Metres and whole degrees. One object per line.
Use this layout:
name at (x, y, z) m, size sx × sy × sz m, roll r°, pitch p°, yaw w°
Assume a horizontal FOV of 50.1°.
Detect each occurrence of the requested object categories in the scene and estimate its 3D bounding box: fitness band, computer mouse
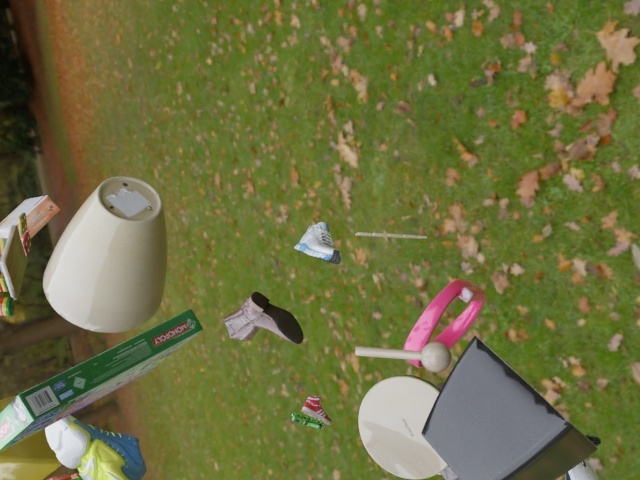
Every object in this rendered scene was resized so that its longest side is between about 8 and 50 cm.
fitness band at (0.276, 0.183, 1.498) m, size 0.054 × 0.291 × 0.209 m, roll 37°, pitch 102°, yaw 24°
computer mouse at (0.532, 0.467, 1.389) m, size 0.193 × 0.106 × 0.042 m, roll -80°, pitch 12°, yaw -49°

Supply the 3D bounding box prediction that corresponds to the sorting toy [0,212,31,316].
sorting toy at (-0.767, 0.048, 1.685) m, size 0.274 × 0.046 × 0.132 m, roll -99°, pitch 11°, yaw -46°

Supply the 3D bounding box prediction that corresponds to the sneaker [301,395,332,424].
sneaker at (-0.001, 0.540, 2.193) m, size 0.042 × 0.118 × 0.067 m, roll -22°, pitch 39°, yaw 52°

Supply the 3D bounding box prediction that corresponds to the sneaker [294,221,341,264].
sneaker at (0.000, 0.000, 1.517) m, size 0.083 × 0.071 × 0.190 m, roll -67°, pitch 25°, yaw -1°

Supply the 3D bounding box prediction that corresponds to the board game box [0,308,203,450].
board game box at (-0.365, 0.226, 1.112) m, size 0.213 × 0.317 × 0.046 m, roll -39°, pitch 82°, yaw 42°

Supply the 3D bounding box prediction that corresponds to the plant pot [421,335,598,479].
plant pot at (0.265, 0.283, 1.014) m, size 0.187 × 0.167 × 0.188 m, roll 44°, pitch -178°, yaw 40°

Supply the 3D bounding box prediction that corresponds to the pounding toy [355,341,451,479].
pounding toy at (0.168, 0.293, 1.227) m, size 0.183 × 0.110 × 0.237 m, roll -4°, pitch 93°, yaw 25°

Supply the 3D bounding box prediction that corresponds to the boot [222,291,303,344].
boot at (-0.089, 0.135, 1.034) m, size 0.106 × 0.037 × 0.114 m, roll 45°, pitch 136°, yaw -1°

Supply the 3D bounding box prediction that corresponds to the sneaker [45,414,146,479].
sneaker at (-0.458, 0.432, 1.424) m, size 0.091 × 0.126 × 0.240 m, roll -41°, pitch 90°, yaw 24°

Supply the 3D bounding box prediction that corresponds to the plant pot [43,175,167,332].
plant pot at (-0.420, 0.009, 1.417) m, size 0.274 × 0.256 × 0.256 m, roll -59°, pitch 47°, yaw 41°

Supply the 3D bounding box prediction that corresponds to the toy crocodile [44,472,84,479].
toy crocodile at (-0.545, 0.524, 1.392) m, size 0.340 × 0.115 × 0.105 m, roll 23°, pitch -135°, yaw -68°

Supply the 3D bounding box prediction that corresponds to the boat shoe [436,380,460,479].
boat shoe at (0.320, 0.495, 1.625) m, size 0.132 × 0.130 × 0.355 m, roll -8°, pitch -81°, yaw -75°

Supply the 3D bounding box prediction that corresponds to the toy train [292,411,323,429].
toy train at (-0.030, 0.432, 1.637) m, size 0.024 × 0.083 × 0.017 m, roll -92°, pitch 26°, yaw -59°

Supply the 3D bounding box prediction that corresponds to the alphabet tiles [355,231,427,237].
alphabet tiles at (0.203, -0.014, 1.969) m, size 0.237 × 0.198 × 0.009 m, roll -4°, pitch -82°, yaw -89°

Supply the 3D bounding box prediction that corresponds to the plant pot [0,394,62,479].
plant pot at (-0.826, 0.530, 1.790) m, size 0.212 × 0.187 × 0.212 m, roll -40°, pitch 57°, yaw 25°

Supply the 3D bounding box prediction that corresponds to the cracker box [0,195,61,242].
cracker box at (-0.953, -0.066, 2.218) m, size 0.232 × 0.156 × 0.067 m, roll -1°, pitch 134°, yaw 51°
